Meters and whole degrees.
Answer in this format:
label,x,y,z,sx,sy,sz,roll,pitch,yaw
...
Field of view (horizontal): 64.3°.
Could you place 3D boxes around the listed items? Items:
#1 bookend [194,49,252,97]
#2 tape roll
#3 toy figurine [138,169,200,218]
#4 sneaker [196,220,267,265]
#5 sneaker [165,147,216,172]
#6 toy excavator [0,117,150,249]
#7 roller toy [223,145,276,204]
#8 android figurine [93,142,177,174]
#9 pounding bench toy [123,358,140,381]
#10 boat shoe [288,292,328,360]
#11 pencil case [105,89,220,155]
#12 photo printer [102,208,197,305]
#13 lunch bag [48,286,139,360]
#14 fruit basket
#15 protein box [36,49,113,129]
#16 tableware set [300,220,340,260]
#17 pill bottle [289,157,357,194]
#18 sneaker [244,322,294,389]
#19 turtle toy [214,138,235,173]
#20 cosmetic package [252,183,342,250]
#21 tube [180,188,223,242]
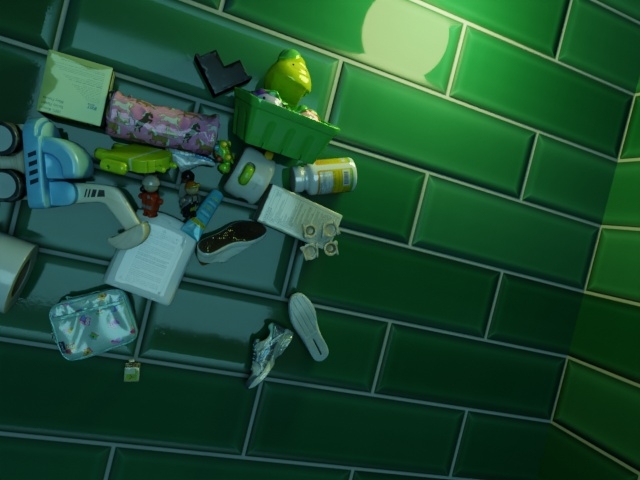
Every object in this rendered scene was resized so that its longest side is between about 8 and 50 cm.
label,x,y,z,sx,sy,sz,roll,pitch,yaw
bookend,-0.361,-0.637,1.884,0.156,0.072,0.157,-29,102,-14
tape roll,-1.053,0.095,1.646,0.169,0.246,0.246,23,88,-18
toy figurine,-0.532,-0.176,1.798,0.209,0.213,0.148,2,111,-18
sneaker,-0.344,0.013,1.952,0.290,0.123,0.106,-20,63,-30
sneaker,-0.484,-0.289,1.887,0.190,0.071,0.083,11,99,-10
toy excavator,-0.804,-0.182,1.663,0.444,0.222,0.433,-2,97,-3
roller toy,-0.257,-0.239,1.892,0.146,0.191,0.209,30,47,-16
android figurine,-0.624,-0.279,1.743,0.272,0.248,0.056,15,115,15
pounding bench toy,-0.696,0.471,1.884,0.052,0.065,0.083,4,94,-17
boat shoe,-0.062,0.349,2.054,0.109,0.094,0.303,-24,103,-20
pencil case,-0.549,-0.408,1.794,0.385,0.160,0.167,10,80,-19
photo printer,-0.607,0.052,1.852,0.255,0.107,0.308,23,87,-19
lunch bag,-0.808,0.288,1.810,0.279,0.108,0.224,-16,100,-15
fruit basket,-0.119,-0.508,1.863,0.391,0.283,0.392,-12,119,-23
protein box,-0.820,-0.500,1.720,0.199,0.136,0.201,12,91,-19
tableware set,0.000,0.000,1.967,0.168,0.020,0.141,-8,99,-16
pill bottle,0.008,-0.250,2.001,0.245,0.136,0.137,-7,97,-16
sneaker,-0.229,0.455,2.025,0.122,0.110,0.283,34,82,1
turtle toy,-0.362,-0.318,1.910,0.066,0.095,0.130,-14,100,5
cosmetic package,-0.089,-0.089,1.998,0.309,0.113,0.160,25,88,-17
tube,-0.433,-0.097,1.883,0.080,0.052,0.207,38,61,-19
